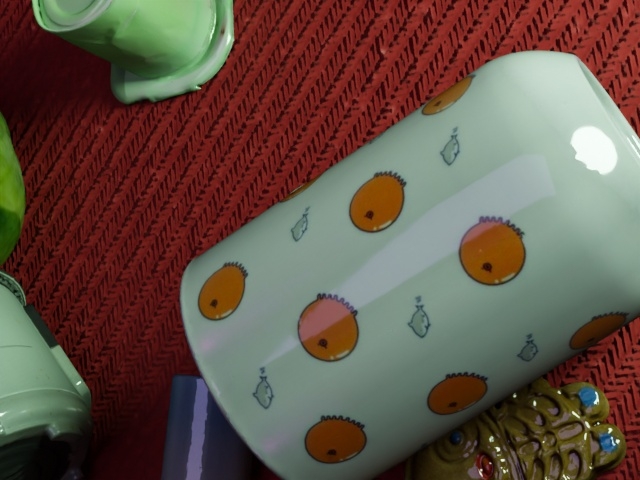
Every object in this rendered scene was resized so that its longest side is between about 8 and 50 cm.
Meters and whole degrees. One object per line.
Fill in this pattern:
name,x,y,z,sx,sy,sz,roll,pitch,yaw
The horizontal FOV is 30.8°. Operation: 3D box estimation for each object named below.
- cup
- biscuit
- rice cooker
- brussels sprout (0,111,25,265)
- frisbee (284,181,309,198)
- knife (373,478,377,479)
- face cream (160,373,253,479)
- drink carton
cup,0.086,0.017,0.828,0.317,0.212,0.212,-35,65,19
biscuit,0.139,0.164,0.876,0.175,0.026,0.124,-30,67,22
rice cooker,-0.343,0.148,1.038,0.241,0.280,0.227,-29,64,-23
brussels sprout,-0.404,-0.037,1.129,0.271,0.219,0.210,-59,40,29
frisbee,0.000,0.000,0.997,0.110,0.014,0.110,-7,76,29
knife,0.081,0.242,0.903,0.170,0.010,0.023,45,103,27
face cream,-0.100,0.239,0.968,0.077,0.077,0.250,2,81,30
drink carton,-0.177,-0.221,1.073,0.144,0.142,0.146,-10,73,27
